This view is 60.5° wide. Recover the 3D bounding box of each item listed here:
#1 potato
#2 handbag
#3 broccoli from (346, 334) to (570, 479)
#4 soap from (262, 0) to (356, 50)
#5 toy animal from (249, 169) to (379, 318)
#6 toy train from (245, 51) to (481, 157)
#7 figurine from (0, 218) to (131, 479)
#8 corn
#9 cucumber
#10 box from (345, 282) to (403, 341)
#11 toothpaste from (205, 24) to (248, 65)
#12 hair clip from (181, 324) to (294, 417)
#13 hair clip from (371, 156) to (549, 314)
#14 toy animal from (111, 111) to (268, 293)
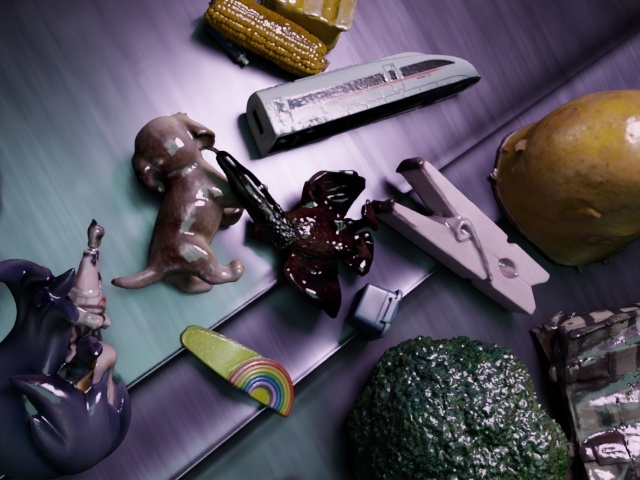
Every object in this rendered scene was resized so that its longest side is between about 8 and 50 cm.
[{"bbox_3d":[0.516,-0.106,0.918,0.396,0.296,0.290,14,79,-18],"label":"potato"},{"bbox_3d":[0.553,0.266,0.951,0.326,0.162,0.326,-7,81,-15],"label":"handbag"},{"bbox_3d":[0.182,0.276,0.767,0.297,0.297,0.298,44,63,-52],"label":"broccoli"},{"bbox_3d":[-0.004,-0.433,0.871,0.134,0.076,0.234,17,76,-20],"label":"soap"},{"bbox_3d":[-0.008,-0.002,0.805,0.179,0.116,0.219,10,78,5],"label":"toy animal"},{"bbox_3d":[0.082,-0.237,0.873,0.406,0.086,0.088,-22,85,-24],"label":"toy train"},{"bbox_3d":[-0.301,0.126,0.609,0.196,0.175,0.265,-15,86,3],"label":"figurine"},{"bbox_3d":[-0.075,-0.304,0.818,0.207,0.068,0.068,20,75,-27],"label":"corn"},{"bbox_3d":[-0.085,-0.059,0.687,0.043,0.039,0.163,-31,102,17],"label":"cucumber"},{"bbox_3d":[0.076,0.102,0.812,0.054,0.099,0.074,27,73,-1],"label":"box"},{"bbox_3d":[-0.138,-0.298,0.827,0.027,0.019,0.083,-42,94,-9],"label":"toothpaste"},{"bbox_3d":[-0.107,0.174,0.758,0.188,0.033,0.060,36,68,-13],"label":"hair clip"},{"bbox_3d":[0.234,0.001,0.897,0.330,0.085,0.101,36,73,-20],"label":"hair clip"},{"bbox_3d":[-0.169,-0.042,0.720,0.168,0.121,0.234,13,75,-32],"label":"toy animal"}]
